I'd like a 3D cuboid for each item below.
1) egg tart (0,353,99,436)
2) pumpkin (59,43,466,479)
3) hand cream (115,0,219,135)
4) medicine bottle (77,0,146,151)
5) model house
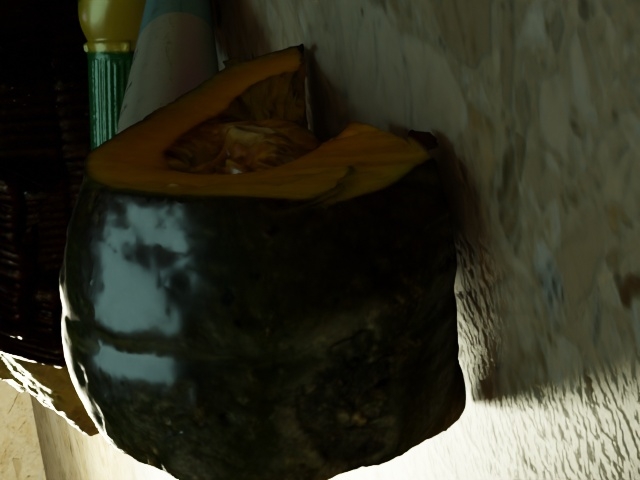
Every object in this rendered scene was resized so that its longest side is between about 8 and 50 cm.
[{"bbox_3d":[-0.272,0.033,1.718,0.351,0.153,0.339,-89,-13,-51],"label":"egg tart"},{"bbox_3d":[0.000,-0.001,0.857,0.280,0.190,0.139,-42,-50,-54],"label":"pumpkin"},{"bbox_3d":[-0.083,-0.102,1.087,0.312,0.070,0.111,-89,-3,-47],"label":"hand cream"},{"bbox_3d":[-0.133,-0.156,1.202,0.095,0.064,0.260,-162,72,-74],"label":"medicine bottle"},{"bbox_3d":[-0.263,-0.063,1.426,0.317,0.282,0.297,94,159,-47],"label":"model house"}]
